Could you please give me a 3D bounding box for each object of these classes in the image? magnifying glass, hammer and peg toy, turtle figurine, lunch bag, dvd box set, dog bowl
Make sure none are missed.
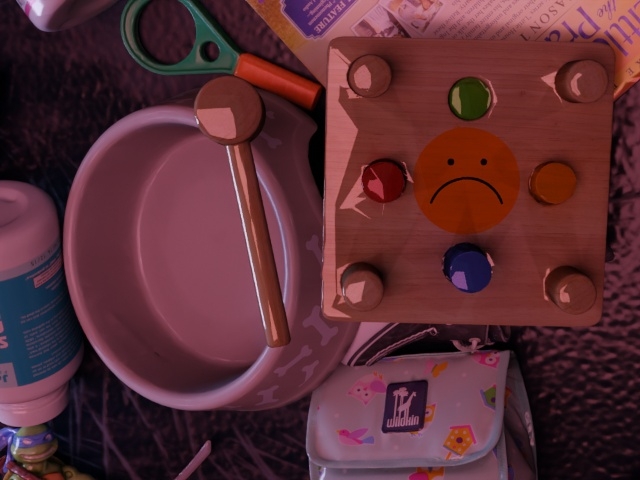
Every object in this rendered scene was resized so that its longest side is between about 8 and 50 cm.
[{"bbox_3d":[-0.106,-0.196,1.267,0.231,0.026,0.092,26,110,12],"label":"magnifying glass"},{"bbox_3d":[0.074,-0.046,1.068,0.361,0.127,0.266,0,97,-1],"label":"hammer and peg toy"},{"bbox_3d":[-0.286,0.356,1.372,0.275,0.198,0.266,7,110,19],"label":"turtle figurine"},{"bbox_3d":[0.108,0.244,1.242,0.223,0.160,0.262,-8,83,23],"label":"lunch bag"},{"bbox_3d":[0.109,-0.258,1.162,0.420,0.062,0.307,47,112,2],"label":"dvd box set"},{"bbox_3d":[-0.121,0.014,1.229,0.349,0.102,0.348,5,100,34],"label":"dog bowl"}]

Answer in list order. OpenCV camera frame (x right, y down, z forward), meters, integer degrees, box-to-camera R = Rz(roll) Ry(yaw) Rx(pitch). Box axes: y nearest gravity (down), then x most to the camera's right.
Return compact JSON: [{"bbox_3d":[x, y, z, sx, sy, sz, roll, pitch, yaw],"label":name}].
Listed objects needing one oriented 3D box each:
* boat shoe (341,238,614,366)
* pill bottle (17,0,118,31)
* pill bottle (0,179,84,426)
[{"bbox_3d":[0.151,0.063,1.206,0.301,0.108,0.102,-33,82,15],"label":"boat shoe"},{"bbox_3d":[-0.295,-0.367,1.208,0.160,0.160,0.283,-33,92,22],"label":"pill bottle"},{"bbox_3d":[-0.342,0.077,1.325,0.146,0.146,0.264,6,124,16],"label":"pill bottle"}]
